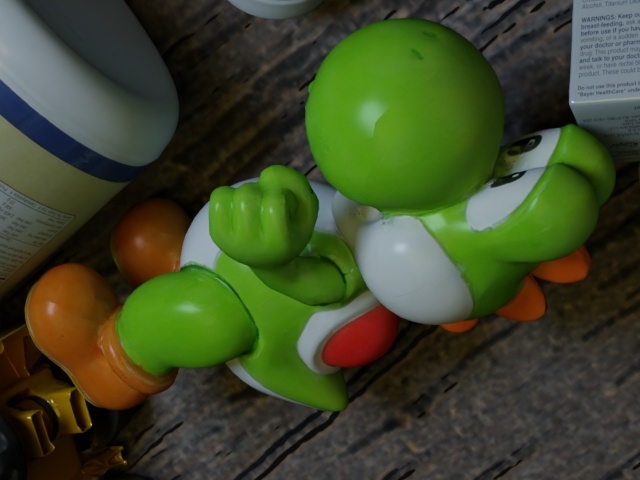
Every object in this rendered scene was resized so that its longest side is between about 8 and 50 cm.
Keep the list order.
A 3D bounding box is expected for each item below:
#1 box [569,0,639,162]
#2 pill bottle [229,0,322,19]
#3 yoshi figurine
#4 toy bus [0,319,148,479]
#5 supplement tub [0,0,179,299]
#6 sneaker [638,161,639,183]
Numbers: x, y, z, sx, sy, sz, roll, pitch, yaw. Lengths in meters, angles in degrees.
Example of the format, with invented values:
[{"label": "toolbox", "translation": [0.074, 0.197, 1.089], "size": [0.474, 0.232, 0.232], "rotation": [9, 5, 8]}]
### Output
[{"label": "box", "translation": [0.210, -0.121, 1.125], "size": [0.126, 0.072, 0.137], "rotation": [-4, 61, 19]}, {"label": "pill bottle", "translation": [-0.019, -0.206, 1.154], "size": [0.108, 0.180, 0.108], "rotation": [3, 67, -7]}, {"label": "yoshi figurine", "translation": [-0.009, -0.027, 1.164], "size": [0.362, 0.203, 0.203], "rotation": [-18, 64, 35]}, {"label": "toy bus", "translation": [-0.233, 0.174, 1.347], "size": [0.211, 0.149, 0.220], "rotation": [-11, 102, 34]}, {"label": "supplement tub", "translation": [-0.269, -0.053, 1.233], "size": [0.316, 0.228, 0.228], "rotation": [-40, 88, 14]}, {"label": "sneaker", "translation": [0.321, 0.089, 1.139], "size": [0.150, 0.135, 0.366], "rotation": [-26, 94, 25]}]
